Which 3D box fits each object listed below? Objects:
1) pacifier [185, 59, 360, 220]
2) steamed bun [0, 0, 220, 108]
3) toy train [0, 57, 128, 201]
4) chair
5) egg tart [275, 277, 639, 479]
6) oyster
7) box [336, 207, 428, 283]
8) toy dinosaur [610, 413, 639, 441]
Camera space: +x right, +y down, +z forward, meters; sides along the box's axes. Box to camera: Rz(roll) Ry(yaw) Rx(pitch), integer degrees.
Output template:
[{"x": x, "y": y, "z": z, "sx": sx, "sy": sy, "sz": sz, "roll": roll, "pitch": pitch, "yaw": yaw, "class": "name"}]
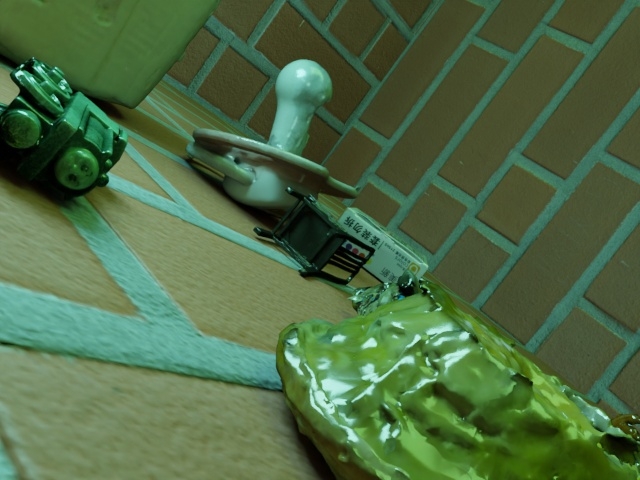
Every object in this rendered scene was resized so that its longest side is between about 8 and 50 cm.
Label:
[{"x": -0.062, "y": -0.143, "z": 1.110, "sx": 0.220, "sy": 0.273, "sz": 0.332, "roll": 56, "pitch": 13, "yaw": 19, "class": "pacifier"}, {"x": -0.340, "y": -0.425, "z": 0.927, "sx": 0.290, "sy": 0.371, "sz": 0.456, "roll": 38, "pitch": 3, "yaw": 23, "class": "steamed bun"}, {"x": -0.206, "y": -0.085, "z": 0.534, "sx": 0.111, "sy": 0.071, "sz": 0.170, "roll": 42, "pitch": 4, "yaw": -24, "class": "toy train"}, {"x": 0.000, "y": 0.000, "z": 0.972, "sx": 0.101, "sy": 0.084, "sz": 0.212, "roll": 43, "pitch": 8, "yaw": 17, "class": "chair"}, {"x": 0.114, "y": 0.128, "z": 0.462, "sx": 0.315, "sy": 0.120, "sz": 0.315, "roll": 37, "pitch": 6, "yaw": -5, "class": "egg tart"}, {"x": 0.123, "y": 0.120, "z": 0.758, "sx": 0.198, "sy": 0.092, "sz": 0.260, "roll": 29, "pitch": 19, "yaw": -51, "class": "oyster"}, {"x": 0.130, "y": 0.017, "z": 1.510, "sx": 0.220, "sy": 0.091, "sz": 0.274, "roll": 36, "pitch": 6, "yaw": 6, "class": "box"}, {"x": 0.379, "y": 0.295, "z": 0.804, "sx": 0.208, "sy": 0.097, "sz": 0.432, "roll": 49, "pitch": 4, "yaw": -25, "class": "toy dinosaur"}]
